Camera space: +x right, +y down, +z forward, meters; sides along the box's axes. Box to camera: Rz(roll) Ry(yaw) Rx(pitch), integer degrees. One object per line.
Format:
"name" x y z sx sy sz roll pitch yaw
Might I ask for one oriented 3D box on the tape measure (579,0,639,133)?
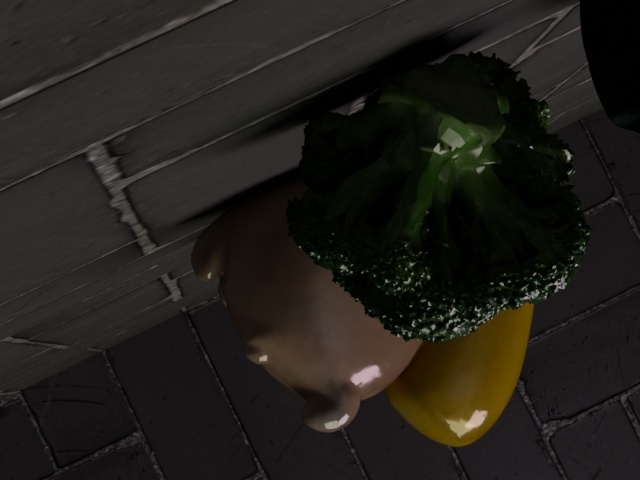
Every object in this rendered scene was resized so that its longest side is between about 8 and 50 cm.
"tape measure" 0.265 -0.140 0.959 0.202 0.135 0.223 -16 178 14

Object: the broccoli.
"broccoli" 0.074 -0.032 0.929 0.195 0.195 0.156 -24 143 -38

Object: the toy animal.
"toy animal" 0.029 0.058 1.376 0.345 0.277 0.247 -28 -167 -38
